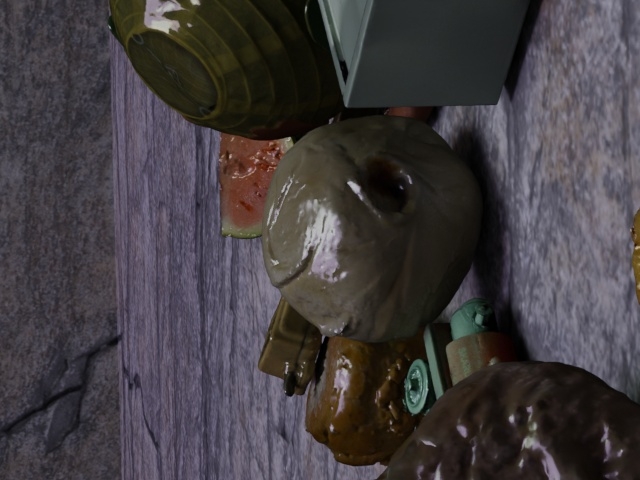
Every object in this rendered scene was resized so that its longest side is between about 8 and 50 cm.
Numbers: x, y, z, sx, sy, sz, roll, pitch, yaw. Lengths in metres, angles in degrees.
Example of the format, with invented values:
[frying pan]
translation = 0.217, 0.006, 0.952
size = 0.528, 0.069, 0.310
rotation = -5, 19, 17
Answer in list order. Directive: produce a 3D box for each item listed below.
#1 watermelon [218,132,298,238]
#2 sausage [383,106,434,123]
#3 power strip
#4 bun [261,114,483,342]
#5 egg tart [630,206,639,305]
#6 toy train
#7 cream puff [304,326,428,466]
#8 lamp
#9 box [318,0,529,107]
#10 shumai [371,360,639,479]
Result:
[watermelon]
translation = -0.053, -0.082, 1.959
size = 0.069, 0.087, 0.163
rotation = -46, -37, -65
[sausage]
translation = 0.067, -0.096, 1.517
size = 0.158, 0.036, 0.042
rotation = 117, 160, -66
[power strip]
translation = 0.000, 0.000, 1.570
size = 0.064, 0.044, 0.305
rotation = 114, 172, -56
[bun]
translation = 0.039, -0.017, 1.382
size = 0.113, 0.166, 0.173
rotation = 96, 150, -61
[egg tart]
translation = 0.193, 0.015, 1.002
size = 0.129, 0.049, 0.129
rotation = 177, 90, -78
[toy train]
translation = 0.113, 0.120, 1.321
size = 0.118, 0.074, 0.176
rotation = 116, 154, -45
[cream puff]
translation = 0.047, 0.116, 1.505
size = 0.144, 0.103, 0.126
rotation = 126, 156, -64
[lamp]
translation = -0.042, -0.223, 1.557
size = 0.284, 0.250, 0.250
rotation = -53, -6, -28
[box]
translation = 0.072, -0.249, 1.300
size = 0.225, 0.117, 0.225
rotation = 104, 159, -48
[shumai]
translation = 0.136, 0.260, 1.156
size = 0.283, 0.217, 0.346
rotation = 42, -130, -68
